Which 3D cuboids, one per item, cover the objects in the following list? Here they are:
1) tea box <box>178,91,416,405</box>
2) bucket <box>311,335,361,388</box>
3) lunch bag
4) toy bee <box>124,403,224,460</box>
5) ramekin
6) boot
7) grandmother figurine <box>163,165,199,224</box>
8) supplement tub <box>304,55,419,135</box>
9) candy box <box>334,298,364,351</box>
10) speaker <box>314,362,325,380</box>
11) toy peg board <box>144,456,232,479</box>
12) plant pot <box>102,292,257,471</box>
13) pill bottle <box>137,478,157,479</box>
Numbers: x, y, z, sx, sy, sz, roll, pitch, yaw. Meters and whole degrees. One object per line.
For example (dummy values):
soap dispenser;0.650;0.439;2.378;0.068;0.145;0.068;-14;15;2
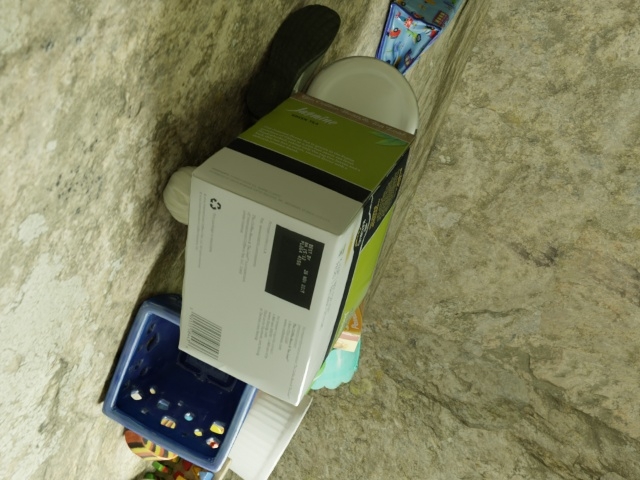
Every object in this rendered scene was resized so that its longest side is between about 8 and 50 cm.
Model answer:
tea box;-0.035;0.001;1.045;0.323;0.220;0.329;-49;158;-51
bucket;-0.003;0.317;2.185;0.281;0.281;0.183;-52;155;-41
lunch bag;0.234;-0.517;1.750;0.221;0.138;0.293;-57;176;-35
toy bee;-0.261;0.393;1.444;0.298;0.162;0.195;-28;-172;-33
ramekin;-0.147;0.499;1.787;0.277;0.135;0.277;-60;176;-7
boot;-0.057;-0.278;1.177;0.246;0.083;0.161;-58;178;-14
grandmother figurine;-0.162;-0.053;1.149;0.342;0.104;0.207;25;72;-75
supplement tub;0.055;-0.215;1.307;0.207;0.207;0.338;-62;-174;-2
candy box;0.034;0.151;1.948;0.087;0.183;0.316;103;-2;-47
speaker;-0.072;0.390;1.986;0.131;0.131;0.296;-55;175;-33
toy peg board;-0.327;0.553;1.629;0.161;0.161;0.079;-59;152;-18
plant pot;-0.212;0.226;1.222;0.236;0.236;0.212;-65;174;15
pill bottle;-0.416;0.694;1.524;0.278;0.162;0.162;-64;168;11
